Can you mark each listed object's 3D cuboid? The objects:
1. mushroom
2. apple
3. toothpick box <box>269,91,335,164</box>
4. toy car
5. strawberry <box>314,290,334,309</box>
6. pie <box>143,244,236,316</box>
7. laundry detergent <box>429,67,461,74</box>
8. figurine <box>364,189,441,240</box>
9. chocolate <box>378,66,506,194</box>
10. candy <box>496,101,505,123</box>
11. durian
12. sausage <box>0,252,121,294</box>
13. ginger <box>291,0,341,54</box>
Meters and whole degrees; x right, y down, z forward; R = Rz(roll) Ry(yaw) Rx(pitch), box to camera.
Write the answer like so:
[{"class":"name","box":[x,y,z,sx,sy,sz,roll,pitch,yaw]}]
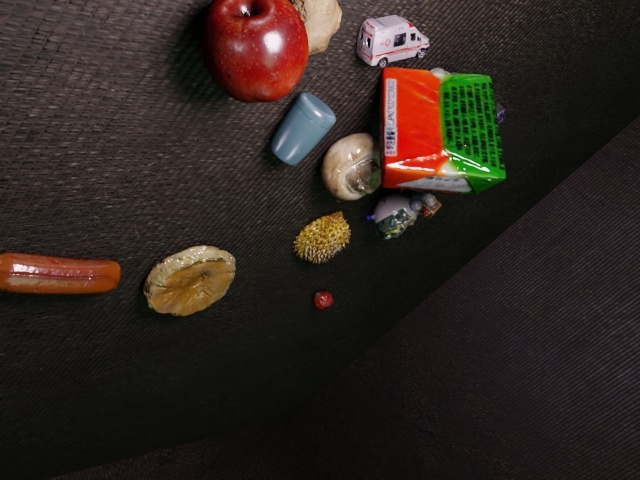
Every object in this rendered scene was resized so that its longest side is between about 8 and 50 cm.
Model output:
[{"class":"mushroom","box":[0.115,-0.230,1.433,0.255,0.184,0.255,-38,150,-26]},{"class":"apple","box":[-0.133,-0.393,0.890,0.218,0.218,0.201,-31,149,-9]},{"class":"toothpick box","box":[-0.056,-0.301,1.207,0.120,0.120,0.184,7,134,-51]},{"class":"toy car","box":[0.200,-0.538,1.161,0.209,0.089,0.108,-20,142,-20]},{"class":"strawberry","box":[0.010,0.295,2.191,0.106,0.106,0.106,-26,150,-17]},{"class":"pie","box":[-0.439,0.144,1.492,0.339,0.083,0.339,-24,150,-15]},{"class":"laundry detergent","box":[0.452,-0.453,1.514,0.264,0.125,0.397,-48,148,16]},{"class":"figurine","box":[0.370,-0.143,1.833,0.381,0.186,0.261,-35,163,-13]},{"class":"chocolate","box":[0.335,-0.314,1.285,0.341,0.360,0.161,4,157,-4]},{"class":"candy","box":[0.599,-0.435,1.760,0.312,0.061,0.088,-35,153,-1]},{"class":"durian","box":[0.008,0.009,1.726,0.249,0.138,0.183,-41,160,22]},{"class":"sausage","box":[-0.683,0.097,1.154,0.102,0.102,0.330,-48,149,22]},{"class":"ginger","box":[-0.015,-0.497,1.009,0.137,0.074,0.213,-6,136,-28]}]
